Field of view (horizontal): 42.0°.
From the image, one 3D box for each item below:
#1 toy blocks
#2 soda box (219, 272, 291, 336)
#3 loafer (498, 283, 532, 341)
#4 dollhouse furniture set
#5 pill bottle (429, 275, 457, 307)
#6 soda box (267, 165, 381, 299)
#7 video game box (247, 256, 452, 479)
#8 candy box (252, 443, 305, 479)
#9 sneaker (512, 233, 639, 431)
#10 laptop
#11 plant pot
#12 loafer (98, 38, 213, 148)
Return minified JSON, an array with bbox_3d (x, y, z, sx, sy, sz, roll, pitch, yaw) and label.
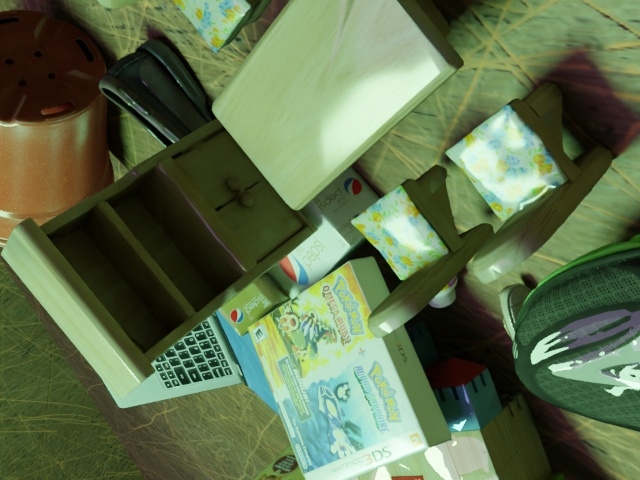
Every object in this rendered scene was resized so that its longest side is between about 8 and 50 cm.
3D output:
[{"bbox_3d":[0.095,0.219,0.964,0.381,0.191,0.260,-17,95,44],"label":"toy blocks"},{"bbox_3d":[-0.074,0.068,1.063,0.061,0.058,0.181,48,-170,7],"label":"soda box"},{"bbox_3d":[0.202,0.094,0.793,0.125,0.045,0.039,54,160,-13],"label":"loafer"},{"bbox_3d":[-0.063,-0.063,0.674,0.362,0.256,0.394,51,141,0],"label":"dollhouse furniture set"},{"bbox_3d":[0.113,0.027,0.840,0.043,0.043,0.083,21,142,45],"label":"pill bottle"},{"bbox_3d":[0.000,0.000,0.955,0.074,0.069,0.216,48,154,5],"label":"soda box"},{"bbox_3d":[0.023,0.148,0.895,0.187,0.048,0.205,-35,72,38],"label":"video game box"},{"bbox_3d":[-0.017,0.410,1.233,0.183,0.316,0.087,58,153,-14],"label":"candy box"},{"bbox_3d":[0.306,0.133,0.498,0.483,0.202,0.185,21,141,45],"label":"sneaker"},{"bbox_3d":[-0.238,0.195,1.389,0.236,0.408,0.382,-93,-12,-53],"label":"laptop"},{"bbox_3d":[-0.425,-0.168,1.211,0.272,0.272,0.265,45,146,10],"label":"plant pot"},{"bbox_3d":[-0.157,-0.100,1.037,0.302,0.095,0.109,55,154,-9],"label":"loafer"}]
